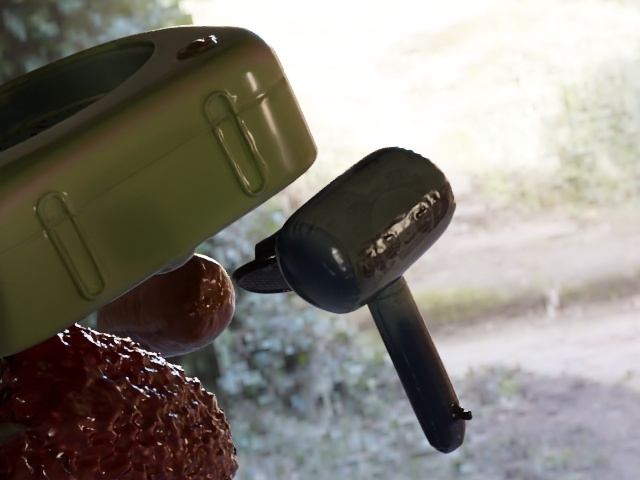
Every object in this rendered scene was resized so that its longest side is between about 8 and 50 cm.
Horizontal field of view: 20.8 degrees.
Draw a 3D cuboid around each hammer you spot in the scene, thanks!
[{"bbox_3d":[0.050,0.046,1.044,0.069,0.194,0.116,1,33,46],"label":"hammer"}]

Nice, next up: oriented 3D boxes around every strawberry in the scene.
[{"bbox_3d":[-0.148,0.117,1.203,0.208,0.167,0.087,-8,-16,-28],"label":"strawberry"}]

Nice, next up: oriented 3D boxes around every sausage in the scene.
[{"bbox_3d":[-0.178,0.079,2.014,0.114,0.113,0.259,-15,1,-28],"label":"sausage"}]

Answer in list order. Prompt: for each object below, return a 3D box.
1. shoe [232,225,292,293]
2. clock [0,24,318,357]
[{"bbox_3d":[0.000,0.000,1.490,0.159,0.053,0.062,-17,-26,11],"label":"shoe"},{"bbox_3d":[-0.192,-0.043,1.233,0.286,0.117,0.348,-34,20,-24],"label":"clock"}]
